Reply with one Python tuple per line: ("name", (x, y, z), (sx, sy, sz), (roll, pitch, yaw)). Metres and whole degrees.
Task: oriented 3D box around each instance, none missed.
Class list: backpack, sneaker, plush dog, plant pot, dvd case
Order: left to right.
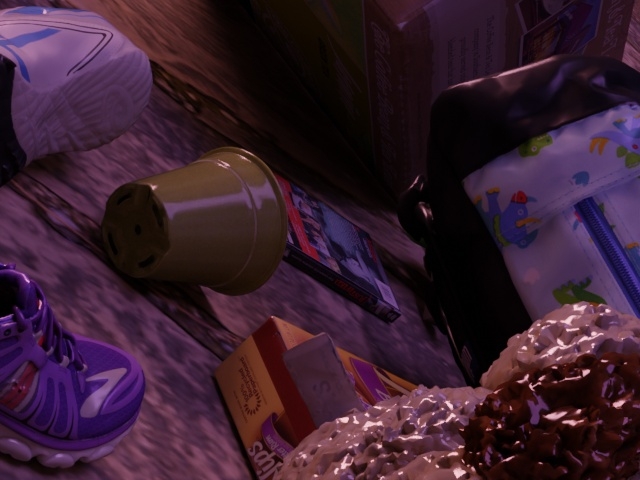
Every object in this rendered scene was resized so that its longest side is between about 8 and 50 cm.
("sneaker", (-0.172, -0.076, 0.940), (0.086, 0.085, 0.237), (24, 17, 18))
("sneaker", (-0.128, 0.046, 0.780), (0.170, 0.071, 0.068), (23, 30, -51))
("plant pot", (-0.074, -0.008, 1.007), (0.079, 0.083, 0.083), (-5, 53, -52))
("dvd case", (0.000, 0.000, 1.227), (0.119, 0.013, 0.087), (30, 25, -36))
("plush dog", (0.045, 0.142, 0.737), (0.210, 0.262, 0.225), (13, -3, -8))
("backpack", (0.211, 0.104, 1.002), (0.290, 0.273, 0.355), (73, 4, -54))

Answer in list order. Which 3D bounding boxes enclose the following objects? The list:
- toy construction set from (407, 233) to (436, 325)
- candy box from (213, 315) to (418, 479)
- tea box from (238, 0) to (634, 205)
("toy construction set", (0.206, -0.016, 1.286), (0.237, 0.309, 0.257), (27, 2, -22))
("candy box", (0.036, 0.121, 1.004), (0.186, 0.053, 0.109), (30, 24, -44))
("tea box", (0.053, -0.248, 1.331), (0.323, 0.220, 0.329), (52, -9, 19))
